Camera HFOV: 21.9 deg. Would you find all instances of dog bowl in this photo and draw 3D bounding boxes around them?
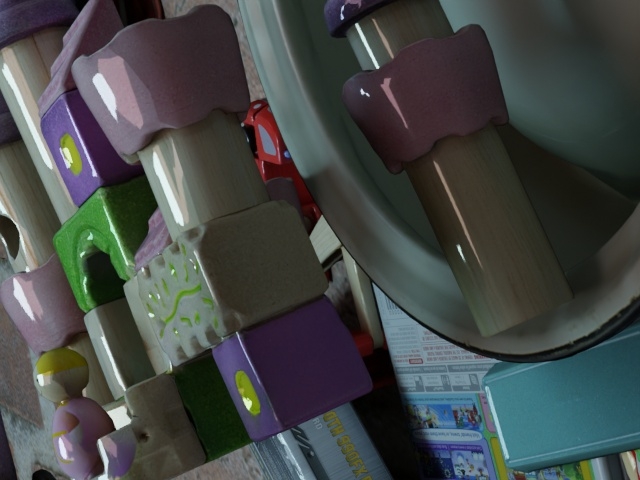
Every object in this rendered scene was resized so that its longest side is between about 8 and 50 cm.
[{"bbox_3d":[0.106,-0.158,0.750,0.408,0.150,0.408,38,135,52],"label":"dog bowl"}]

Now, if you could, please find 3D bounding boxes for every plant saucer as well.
[{"bbox_3d":[0.140,0.086,0.890,0.192,0.018,0.067,-31,72,64],"label":"plant saucer"}]

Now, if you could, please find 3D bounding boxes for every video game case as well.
[{"bbox_3d":[0.110,0.104,1.014,0.212,0.023,0.193,-11,93,63],"label":"video game case"}]

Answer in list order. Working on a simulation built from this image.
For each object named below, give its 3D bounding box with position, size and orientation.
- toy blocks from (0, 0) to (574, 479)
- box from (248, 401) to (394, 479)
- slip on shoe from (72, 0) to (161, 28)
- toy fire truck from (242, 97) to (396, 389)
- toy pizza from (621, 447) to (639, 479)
[{"bbox_3d":[-0.107,-0.019,0.719,0.260,0.309,0.288,66,153,4],"label":"toy blocks"},{"bbox_3d":[-0.002,0.158,1.147,0.231,0.056,0.183,61,168,18],"label":"box"},{"bbox_3d":[-0.176,-0.132,1.359,0.101,0.123,0.331,-11,88,60],"label":"slip on shoe"},{"bbox_3d":[0.000,0.000,1.148,0.135,0.047,0.192,21,122,59],"label":"toy fire truck"},{"bbox_3d":[0.202,0.101,0.823,0.201,0.032,0.201,38,136,51],"label":"toy pizza"}]
